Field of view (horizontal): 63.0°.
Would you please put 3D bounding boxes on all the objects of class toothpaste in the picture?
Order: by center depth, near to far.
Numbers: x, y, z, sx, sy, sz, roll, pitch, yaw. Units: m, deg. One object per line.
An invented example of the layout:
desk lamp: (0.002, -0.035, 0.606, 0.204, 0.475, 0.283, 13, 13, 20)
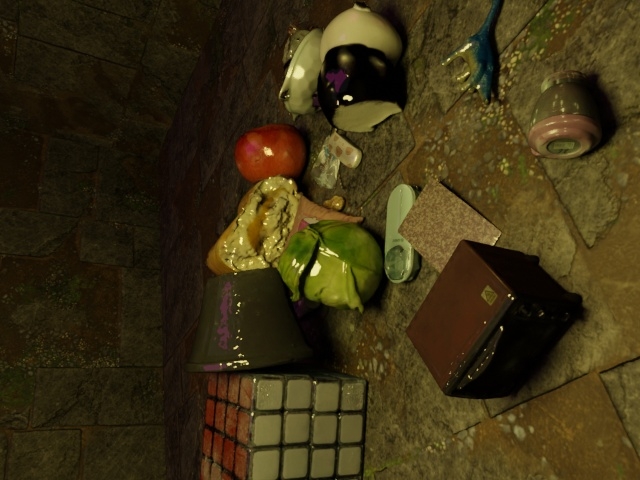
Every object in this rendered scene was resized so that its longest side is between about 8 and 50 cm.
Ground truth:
toothpaste: (-0.076, 0.221, 1.730, 0.266, 0.061, 0.096, 144, 126, -60)

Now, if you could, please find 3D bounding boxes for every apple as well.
apple: (-0.175, -0.296, 1.834, 0.271, 0.251, 0.207, -4, 94, 43)

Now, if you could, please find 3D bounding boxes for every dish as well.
dish: (0.002, -0.505, 1.634, 0.120, 0.303, 0.303, 27, 111, 15)

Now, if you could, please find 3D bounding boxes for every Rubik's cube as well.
Rubik's cube: (-0.106, 0.519, 1.413, 0.344, 0.337, 0.344, -10, 74, 60)

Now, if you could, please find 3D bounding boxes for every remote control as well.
remote control: (0.207, -0.017, 1.298, 0.104, 0.052, 0.248, -6, 77, 60)

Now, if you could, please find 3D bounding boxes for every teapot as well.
teapot: (0.436, -0.220, 0.933, 0.116, 0.148, 0.146, 1, 68, 24)

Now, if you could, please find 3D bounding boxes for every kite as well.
kite: (0.050, -0.315, 1.686, 0.169, 0.015, 0.310, 46, 123, 52)

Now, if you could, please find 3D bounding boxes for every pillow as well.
pillow: (0.000, 0.000, 1.557, 0.236, 0.084, 0.224, 19, 99, 25)

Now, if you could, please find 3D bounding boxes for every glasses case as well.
glasses case: (0.073, -0.276, 1.597, 0.164, 0.041, 0.063, 50, 124, 45)

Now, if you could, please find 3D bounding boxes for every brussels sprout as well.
brussels sprout: (0.030, 0.067, 1.363, 0.259, 0.294, 0.227, 20, 119, 15)

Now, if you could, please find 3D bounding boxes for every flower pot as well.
flower pot: (-0.198, 0.212, 1.415, 0.379, 0.379, 0.251, -17, 79, 57)

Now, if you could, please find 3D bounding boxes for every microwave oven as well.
microwave oven: (0.309, 0.152, 0.953, 0.248, 0.178, 0.188, -66, 33, 25)

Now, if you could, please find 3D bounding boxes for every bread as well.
bread: (-0.208, -0.006, 1.805, 0.361, 0.250, 0.394, -61, 12, -20)

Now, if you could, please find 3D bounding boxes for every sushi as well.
sushi: (-0.068, -0.607, 1.852, 0.130, 0.124, 0.332, 140, 130, -63)

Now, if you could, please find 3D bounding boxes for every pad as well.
pad: (0.278, -0.020, 1.170, 0.235, 0.003, 0.158, 49, 117, 42)

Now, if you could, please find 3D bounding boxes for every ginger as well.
ginger: (0.014, -0.038, 1.635, 0.193, 0.052, 0.177, -21, 75, 43)

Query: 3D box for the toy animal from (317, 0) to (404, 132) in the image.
toy animal: (0.103, -0.480, 1.433, 0.251, 0.250, 0.310, -29, 65, 54)

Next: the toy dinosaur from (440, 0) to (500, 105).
toy dinosaur: (0.363, -0.408, 1.123, 0.188, 0.075, 0.248, -49, 37, 32)
